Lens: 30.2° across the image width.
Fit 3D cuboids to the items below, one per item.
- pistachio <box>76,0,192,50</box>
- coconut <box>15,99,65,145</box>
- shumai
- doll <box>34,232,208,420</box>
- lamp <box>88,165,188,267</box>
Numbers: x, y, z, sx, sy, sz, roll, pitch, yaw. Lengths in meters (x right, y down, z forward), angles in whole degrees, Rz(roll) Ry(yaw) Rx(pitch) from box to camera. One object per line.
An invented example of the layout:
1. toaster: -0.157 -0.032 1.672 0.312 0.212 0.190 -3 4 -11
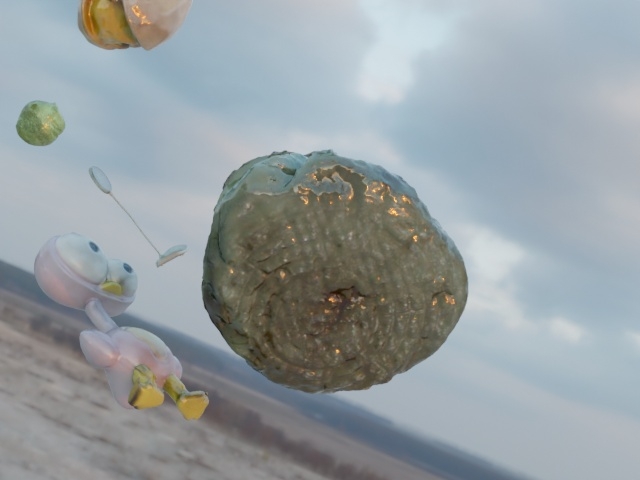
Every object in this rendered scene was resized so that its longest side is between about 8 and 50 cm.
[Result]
1. pistachio: -0.370 -0.503 2.379 0.230 0.309 0.230 10 -45 11
2. coconut: -0.526 -0.225 2.242 0.088 0.096 0.088 21 -26 10
3. shumai: 0.000 0.000 1.415 0.304 0.309 0.263 1 29 -13
4. doll: -0.277 0.105 1.574 0.160 0.094 0.365 23 23 -45
5. lamp: -0.292 -0.046 1.884 0.198 0.056 0.050 52 13 -8
